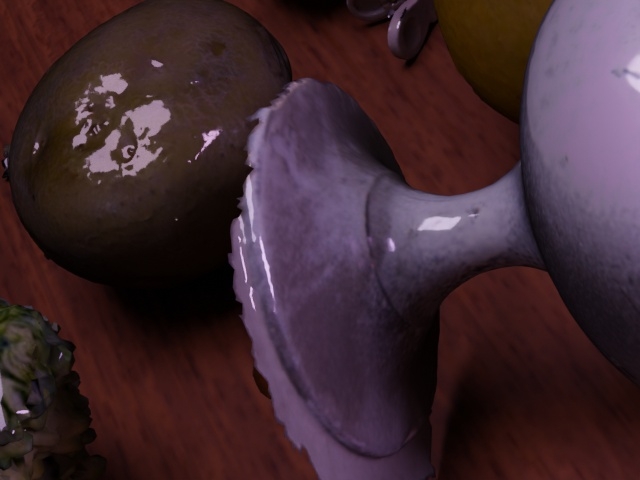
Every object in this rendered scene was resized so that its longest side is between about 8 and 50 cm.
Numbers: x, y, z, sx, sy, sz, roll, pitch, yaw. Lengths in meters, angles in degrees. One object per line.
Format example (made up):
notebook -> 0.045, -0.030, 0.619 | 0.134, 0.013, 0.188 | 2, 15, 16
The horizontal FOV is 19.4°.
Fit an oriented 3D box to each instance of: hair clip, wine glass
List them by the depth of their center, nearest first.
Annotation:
wine glass -> 0.145, -0.018, 0.831 | 0.323, 0.238, 0.238 | -16, 42, 28
hair clip -> 0.125, -0.187, 1.188 | 0.226, 0.034, 0.072 | -29, 43, 4

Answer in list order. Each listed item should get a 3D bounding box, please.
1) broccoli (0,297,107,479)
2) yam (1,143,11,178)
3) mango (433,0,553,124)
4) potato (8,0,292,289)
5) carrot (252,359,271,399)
broccoli -> -0.316, 0.134, 0.939 | 0.338, 0.277, 0.317 | 29, 32, 5
yam -> -0.167, -0.071, 1.273 | 0.129, 0.027, 0.033 | -21, 40, 17
mango -> 0.206, -0.197, 1.046 | 0.253, 0.182, 0.365 | 0, 38, 40
potato -> -0.096, -0.063, 1.122 | 0.178, 0.160, 0.235 | 1, 37, 15
carrot -> 0.000, 0.000, 1.078 | 0.057, 0.057, 0.224 | -17, 36, 19
